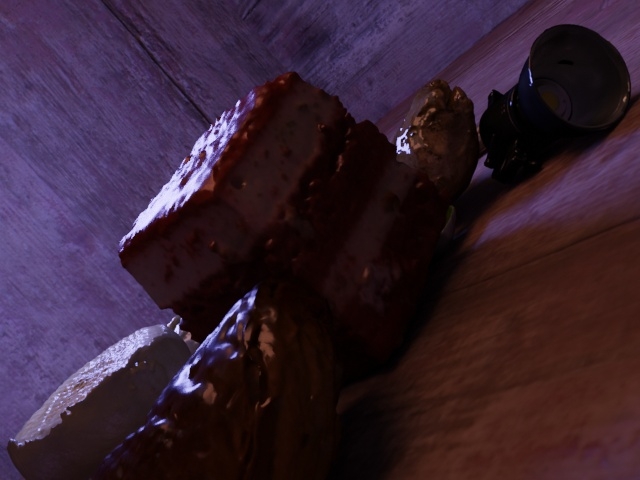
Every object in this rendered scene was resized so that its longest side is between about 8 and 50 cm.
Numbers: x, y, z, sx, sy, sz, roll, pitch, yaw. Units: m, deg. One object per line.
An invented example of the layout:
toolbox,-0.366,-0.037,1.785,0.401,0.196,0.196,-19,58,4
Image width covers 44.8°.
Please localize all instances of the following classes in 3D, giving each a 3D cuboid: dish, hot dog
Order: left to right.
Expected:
hot dog,-0.105,0.221,0.757,0.387,0.174,0.267,-50,3,13
dish,0.150,0.009,1.103,0.137,0.039,0.091,-41,13,32

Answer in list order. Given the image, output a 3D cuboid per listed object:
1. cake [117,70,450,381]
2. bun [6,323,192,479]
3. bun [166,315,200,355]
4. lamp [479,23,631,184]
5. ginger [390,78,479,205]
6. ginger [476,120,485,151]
cake,-0.043,0.000,0.979,0.270,0.319,0.269,-33,23,48
bun,-0.373,0.324,1.418,0.364,0.202,0.364,-37,9,7
bun,-0.275,0.226,1.672,0.287,0.146,0.287,-44,6,5
lamp,0.296,-0.171,1.076,0.227,0.147,0.172,134,157,-68
ginger,0.140,-0.131,1.259,0.166,0.236,0.375,-5,-6,-25
ginger,0.275,-0.184,1.465,0.214,0.059,0.133,-42,12,18
